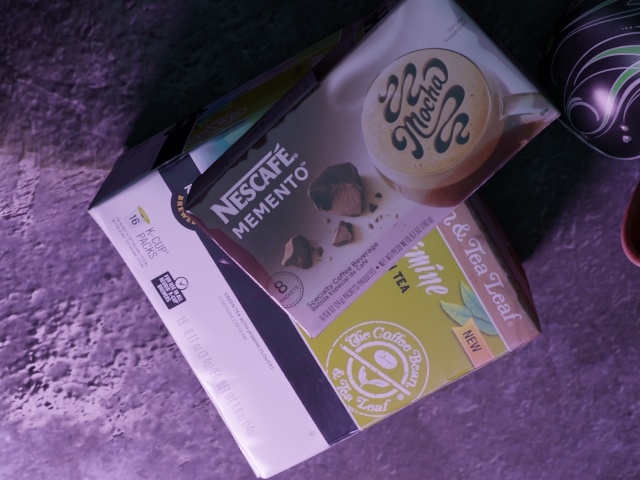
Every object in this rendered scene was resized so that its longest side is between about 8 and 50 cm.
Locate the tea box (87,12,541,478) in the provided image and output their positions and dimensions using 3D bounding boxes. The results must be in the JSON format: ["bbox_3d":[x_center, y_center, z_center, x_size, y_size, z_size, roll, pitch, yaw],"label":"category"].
[{"bbox_3d":[0.000,0.000,1.697,0.323,0.220,0.329,-30,103,9],"label":"tea box"}]

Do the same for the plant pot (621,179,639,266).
[{"bbox_3d":[0.486,0.009,1.671,0.272,0.272,0.265,-42,109,14],"label":"plant pot"}]

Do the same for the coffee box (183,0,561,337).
[{"bbox_3d":[0.042,-0.080,1.496,0.297,0.119,0.168,-42,101,11],"label":"coffee box"}]

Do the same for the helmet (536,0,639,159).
[{"bbox_3d":[0.310,-0.178,1.659,0.169,0.169,0.161,32,123,-7],"label":"helmet"}]
